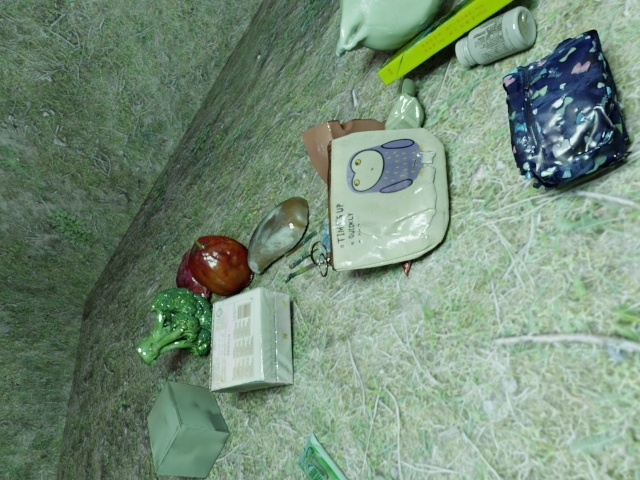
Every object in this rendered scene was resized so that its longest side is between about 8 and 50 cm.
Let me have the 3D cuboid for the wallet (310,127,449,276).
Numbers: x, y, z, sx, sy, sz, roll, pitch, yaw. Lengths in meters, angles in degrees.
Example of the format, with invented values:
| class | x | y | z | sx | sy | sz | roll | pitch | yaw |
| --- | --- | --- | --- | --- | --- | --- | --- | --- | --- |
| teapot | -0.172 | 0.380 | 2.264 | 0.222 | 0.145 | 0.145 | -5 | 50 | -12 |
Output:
| class | x | y | z | sx | sy | sz | roll | pitch | yaw |
| --- | --- | --- | --- | --- | --- | --- | --- | --- | --- |
| wallet | 0.121 | -0.092 | 0.926 | 0.275 | 0.068 | 0.334 | -6 | 68 | 19 |

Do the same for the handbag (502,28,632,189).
| class | x | y | z | sx | sy | sz | roll | pitch | yaw |
| --- | --- | --- | --- | --- | --- | --- | --- | --- | --- |
| handbag | 0.376 | -0.200 | 0.708 | 0.162 | 0.113 | 0.260 | -21 | 52 | 39 |

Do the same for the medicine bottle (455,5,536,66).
| class | x | y | z | sx | sy | sz | roll | pitch | yaw |
| --- | --- | --- | --- | --- | --- | --- | --- | --- | --- |
| medicine bottle | 0.348 | -0.402 | 0.903 | 0.140 | 0.079 | 0.079 | -4 | 66 | 54 |

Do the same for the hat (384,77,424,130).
| class | x | y | z | sx | sy | sz | roll | pitch | yaw |
| --- | --- | --- | --- | --- | --- | --- | --- | --- | --- |
| hat | 0.202 | -0.292 | 1.058 | 0.122 | 0.081 | 0.166 | 95 | -166 | -56 |

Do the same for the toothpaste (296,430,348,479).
| class | x | y | z | sx | sy | sz | roll | pitch | yaw |
| --- | --- | --- | --- | --- | --- | --- | --- | --- | --- |
| toothpaste | 0.033 | 0.459 | 0.816 | 0.297 | 0.048 | 0.074 | 21 | 87 | 59 |

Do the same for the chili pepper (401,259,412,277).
| class | x | y | z | sx | sy | sz | roll | pitch | yaw |
| --- | --- | --- | --- | --- | --- | --- | --- | --- | --- |
| chili pepper | 0.179 | -0.009 | 0.929 | 0.045 | 0.027 | 0.178 | -13 | 61 | 49 |

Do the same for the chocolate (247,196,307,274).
| class | x | y | z | sx | sy | sz | roll | pitch | yaw |
| --- | --- | --- | --- | --- | --- | --- | --- | --- | --- |
| chocolate | -0.145 | -0.024 | 1.326 | 0.254 | 0.080 | 0.156 | -40 | 36 | 33 |

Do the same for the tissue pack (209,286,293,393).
| class | x | y | z | sx | sy | sz | roll | pitch | yaw |
| --- | --- | --- | --- | --- | --- | --- | --- | --- | --- |
| tissue pack | -0.173 | 0.251 | 1.117 | 0.185 | 0.124 | 0.224 | -21 | 61 | 32 |

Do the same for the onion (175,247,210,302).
| class | x | y | z | sx | sy | sz | roll | pitch | yaw |
| --- | --- | --- | --- | --- | --- | --- | --- | --- | --- |
| onion | -0.452 | 0.131 | 1.628 | 0.227 | 0.120 | 0.283 | -50 | 36 | 29 |

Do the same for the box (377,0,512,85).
| class | x | y | z | sx | sy | sz | roll | pitch | yaw |
| --- | --- | --- | --- | --- | --- | --- | --- | --- | --- |
| box | 0.291 | -0.476 | 0.991 | 0.335 | 0.047 | 0.187 | -23 | 23 | 46 |

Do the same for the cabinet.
| class | x | y | z | sx | sy | sz | roll | pitch | yaw |
| --- | --- | --- | --- | --- | --- | --- | --- | --- | --- |
| cabinet | -0.373 | 0.517 | 1.242 | 0.150 | 0.145 | 0.206 | -62 | 33 | 5 |

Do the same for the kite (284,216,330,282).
| class | x | y | z | sx | sy | sz | roll | pitch | yaw |
| --- | --- | --- | --- | --- | --- | --- | --- | --- | --- |
| kite | 0.001 | 0.001 | 1.184 | 0.310 | 0.015 | 0.169 | -30 | 45 | 40 |

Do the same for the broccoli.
| class | x | y | z | sx | sy | sz | roll | pitch | yaw |
| --- | --- | --- | --- | --- | --- | --- | --- | --- | --- |
| broccoli | -0.462 | 0.285 | 1.441 | 0.270 | 0.269 | 0.270 | -9 | 29 | 52 |

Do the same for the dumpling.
| class | x | y | z | sx | sy | sz | roll | pitch | yaw |
| --- | --- | --- | --- | --- | --- | --- | --- | --- | --- |
| dumpling | 0.179 | -0.573 | 1.089 | 0.321 | 0.270 | 0.211 | -7 | 65 | 22 |

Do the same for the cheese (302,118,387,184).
| class | x | y | z | sx | sy | sz | roll | pitch | yaw |
| --- | --- | --- | --- | --- | --- | --- | --- | --- | --- |
| cheese | 0.056 | -0.237 | 1.108 | 0.128 | 0.177 | 0.202 | 0 | 69 | 54 |

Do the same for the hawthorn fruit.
| class | x | y | z | sx | sy | sz | roll | pitch | yaw |
| --- | --- | --- | --- | --- | --- | --- | --- | --- | --- |
| hawthorn fruit | -0.316 | 0.067 | 1.396 | 0.190 | 0.251 | 0.189 | -11 | 60 | 19 |
